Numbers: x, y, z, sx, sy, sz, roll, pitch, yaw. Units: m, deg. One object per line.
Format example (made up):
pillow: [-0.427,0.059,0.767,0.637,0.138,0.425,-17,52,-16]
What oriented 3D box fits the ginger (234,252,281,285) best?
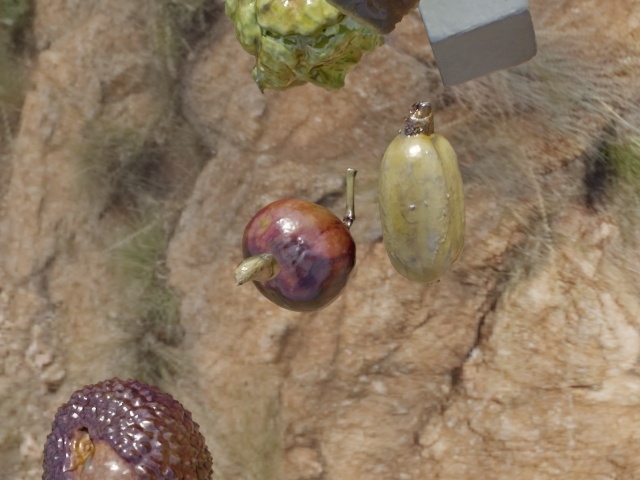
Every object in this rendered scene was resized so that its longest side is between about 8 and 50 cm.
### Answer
ginger: [-0.090,0.040,1.429,0.057,0.137,0.044,-4,90,9]

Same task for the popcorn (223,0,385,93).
popcorn: [-0.018,-0.415,1.786,0.274,0.279,0.335,44,95,-8]

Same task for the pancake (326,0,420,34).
pancake: [0.058,-0.387,0.747,0.305,0.427,0.067,-27,35,-2]

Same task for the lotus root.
lotus root: [0.179,-0.084,1.775,0.151,0.169,0.343,4,115,31]

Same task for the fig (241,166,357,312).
fig: [-0.008,0.013,1.702,0.204,0.249,0.186,45,139,25]

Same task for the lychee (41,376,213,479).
lychee: [-0.195,0.245,1.040,0.188,0.188,0.188,-5,81,30]

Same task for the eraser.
eraser: [0.130,-0.344,1.028,0.111,0.077,0.352,-18,96,9]
